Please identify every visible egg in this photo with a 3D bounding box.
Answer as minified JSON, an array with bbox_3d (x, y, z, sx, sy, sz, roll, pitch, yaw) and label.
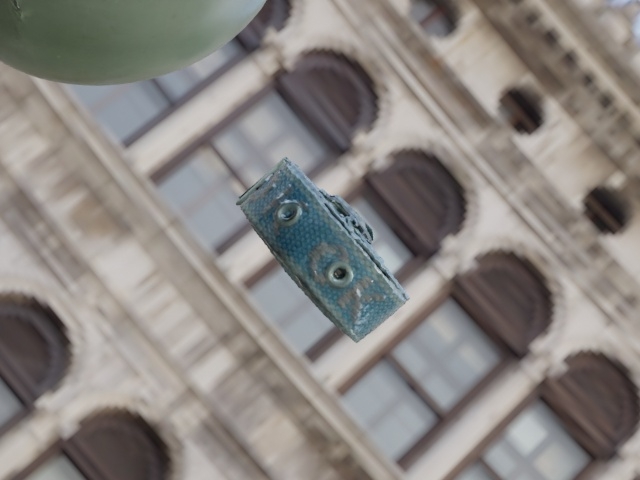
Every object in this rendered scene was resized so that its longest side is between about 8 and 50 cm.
[{"bbox_3d":[-0.172,-0.232,1.657,0.203,0.282,0.203,170,-90,-79],"label":"egg"}]

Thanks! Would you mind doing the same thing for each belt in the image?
[{"bbox_3d":[0.006,0.006,1.754,0.163,0.082,0.147,48,1,-7],"label":"belt"}]
